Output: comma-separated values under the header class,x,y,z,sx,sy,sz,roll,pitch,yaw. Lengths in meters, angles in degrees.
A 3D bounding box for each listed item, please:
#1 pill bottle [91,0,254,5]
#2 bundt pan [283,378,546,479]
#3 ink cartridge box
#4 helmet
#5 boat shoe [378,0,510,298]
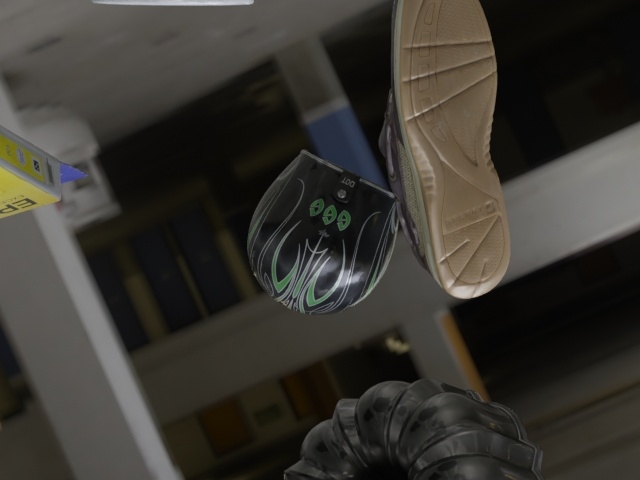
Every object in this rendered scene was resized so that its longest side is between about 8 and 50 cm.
class,x,y,z,sx,sy,sz,roll,pitch,yaw
pill bottle,-0.110,-0.326,1.267,0.169,0.301,0.169,1,-172,0
bundt pan,0.081,0.296,1.874,0.331,0.330,0.124,-25,141,27
ink cartridge box,-0.439,-0.044,1.790,0.304,0.072,0.307,-16,160,15
helmet,0.000,0.000,1.820,0.161,0.169,0.169,-64,176,3
boat shoe,0.094,-0.092,1.457,0.103,0.285,0.092,-21,-161,-28
